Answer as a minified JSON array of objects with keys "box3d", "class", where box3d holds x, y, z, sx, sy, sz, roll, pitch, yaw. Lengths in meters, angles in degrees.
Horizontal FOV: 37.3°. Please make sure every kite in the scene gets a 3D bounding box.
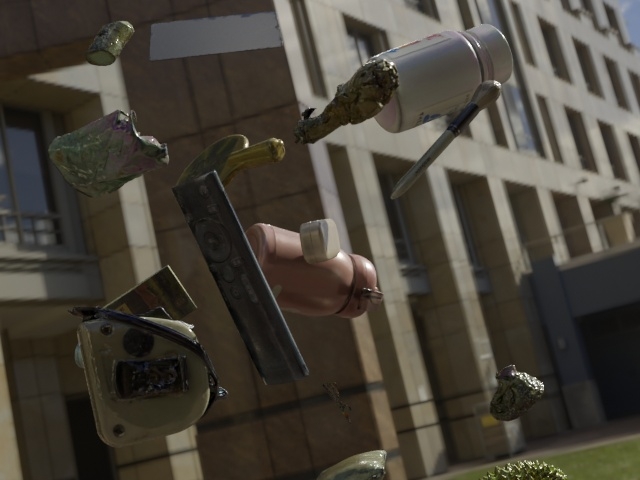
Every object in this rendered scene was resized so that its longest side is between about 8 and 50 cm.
[{"box3d":[0.029,0.270,1.619,0.004,0.122,0.090,-35,37,-17],"class":"kite"}]

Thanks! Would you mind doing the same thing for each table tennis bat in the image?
[{"box3d":[-0.194,-0.157,1.993,0.321,0.198,0.050,-13,-48,44],"class":"table tennis bat"}]

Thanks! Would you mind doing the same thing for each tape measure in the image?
[{"box3d":[-0.314,0.224,1.732,0.231,0.271,0.133,-13,-10,-21],"class":"tape measure"}]

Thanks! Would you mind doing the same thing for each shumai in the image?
[{"box3d":[0.394,0.312,1.974,0.124,0.087,0.099,-40,14,-5],"class":"shumai"}]

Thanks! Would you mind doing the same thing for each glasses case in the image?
[{"box3d":[0.000,0.000,1.874,0.050,0.083,0.196,-8,0,10],"class":"glasses case"}]

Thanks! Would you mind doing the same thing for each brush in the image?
[{"box3d":[0.219,-0.179,1.670,0.299,0.042,0.039,-47,-26,-13],"class":"brush"}]

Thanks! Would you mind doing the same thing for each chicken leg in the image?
[{"box3d":[0.046,-0.241,1.692,0.228,0.103,0.088,-35,-58,3],"class":"chicken leg"}]

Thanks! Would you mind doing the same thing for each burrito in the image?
[{"box3d":[-0.380,-0.151,1.691,0.229,0.144,0.089,-17,32,44],"class":"burrito"}]

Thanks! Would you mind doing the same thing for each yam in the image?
[{"box3d":[-0.484,-0.460,2.181,0.070,0.146,0.070,14,-35,10],"class":"yam"}]

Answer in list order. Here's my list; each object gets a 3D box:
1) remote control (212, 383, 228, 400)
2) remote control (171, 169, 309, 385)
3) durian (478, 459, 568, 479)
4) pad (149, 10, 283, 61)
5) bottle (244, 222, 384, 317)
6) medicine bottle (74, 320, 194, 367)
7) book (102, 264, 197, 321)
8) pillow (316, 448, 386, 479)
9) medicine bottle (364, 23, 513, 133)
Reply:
[{"box3d":[-0.304,0.367,2.249,0.059,0.028,0.212,30,14,33],"class":"remote control"},{"box3d":[-0.134,0.068,1.584,0.107,0.377,0.044,-17,12,38],"class":"remote control"},{"box3d":[0.254,0.364,1.179,0.146,0.198,0.159,0,32,29],"class":"durian"},{"box3d":[-0.171,-0.333,1.537,0.211,0.143,0.003,-7,-52,-3],"class":"pad"},{"box3d":[-0.022,0.083,2.019,0.297,0.173,0.206,16,6,-25],"class":"bottle"},{"box3d":[-0.378,0.224,1.931,0.258,0.124,0.079,0,4,22],"class":"medicine bottle"},{"box3d":[-0.492,0.196,2.724,0.228,0.160,0.024,-34,20,-7],"class":"book"},{"box3d":[0.053,0.497,1.963,0.185,0.075,0.302,-28,-7,1],"class":"pillow"},{"box3d":[0.246,-0.347,1.991,0.293,0.170,0.170,-24,-8,-17],"class":"medicine bottle"}]
